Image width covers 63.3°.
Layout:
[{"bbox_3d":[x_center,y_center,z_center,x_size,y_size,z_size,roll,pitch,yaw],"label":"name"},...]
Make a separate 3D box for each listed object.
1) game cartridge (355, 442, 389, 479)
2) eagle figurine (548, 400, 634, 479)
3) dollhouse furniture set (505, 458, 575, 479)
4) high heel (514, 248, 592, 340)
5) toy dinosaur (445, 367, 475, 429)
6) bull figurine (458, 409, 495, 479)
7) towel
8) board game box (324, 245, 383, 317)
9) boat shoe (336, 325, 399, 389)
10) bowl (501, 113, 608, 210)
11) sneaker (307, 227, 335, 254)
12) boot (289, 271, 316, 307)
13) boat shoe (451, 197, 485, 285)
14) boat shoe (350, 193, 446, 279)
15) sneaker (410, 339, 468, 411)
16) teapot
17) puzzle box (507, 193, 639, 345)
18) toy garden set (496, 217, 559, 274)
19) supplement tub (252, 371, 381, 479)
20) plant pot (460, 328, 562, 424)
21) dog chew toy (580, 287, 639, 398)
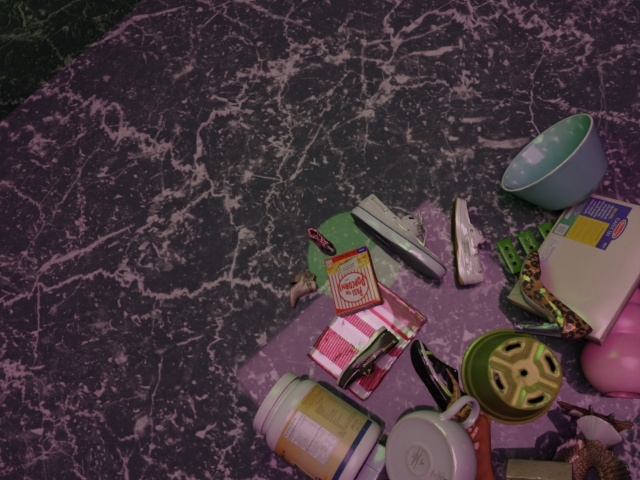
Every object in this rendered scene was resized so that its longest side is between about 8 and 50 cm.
[{"bbox_3d":[0.131,0.706,1.423,0.062,0.198,0.297,23,80,28],"label":"game cartridge"},{"bbox_3d":[0.715,0.599,1.357,0.225,0.226,0.298,25,74,-4],"label":"eagle figurine"},{"bbox_3d":[0.508,0.742,1.189,0.362,0.394,0.256,-9,104,28],"label":"dollhouse furniture set"},{"bbox_3d":[0.634,0.143,1.400,0.186,0.093,0.261,2,62,29],"label":"high heel"},{"bbox_3d":[0.373,0.463,1.427,0.112,0.064,0.211,12,71,23],"label":"toy dinosaur"},{"bbox_3d":[0.406,0.632,1.444,0.188,0.101,0.310,-2,72,12],"label":"bull figurine"},{"bbox_3d":[0.143,0.300,1.624,0.237,0.037,0.329,36,83,18],"label":"towel"},{"bbox_3d":[0.105,0.131,1.649,0.147,0.045,0.193,-21,61,13],"label":"board game box"},{"bbox_3d":[0.139,0.360,1.545,0.069,0.081,0.228,39,83,25],"label":"boat shoe"},{"bbox_3d":[0.720,-0.211,1.553,0.163,0.311,0.311,41,84,-11],"label":"bowl"},{"bbox_3d":[0.000,0.000,1.725,0.119,0.057,0.047,41,83,17],"label":"sneaker"},{"bbox_3d":[-0.056,0.160,1.698,0.087,0.042,0.118,-3,74,7],"label":"boot"},{"bbox_3d":[0.465,0.001,1.623,0.096,0.098,0.277,-4,83,9],"label":"boat shoe"},{"bbox_3d":[0.278,-0.033,1.655,0.367,0.136,0.156,39,81,28],"label":"boat shoe"},{"bbox_3d":[0.356,0.396,1.549,0.097,0.084,0.234,-21,71,-21],"label":"sneaker"},{"bbox_3d":[0.305,0.552,1.329,0.256,0.187,0.252,-33,56,37],"label":"teapot"},{"bbox_3d":[0.756,0.061,1.460,0.272,0.052,0.409,28,78,46],"label":"puzzle box"},{"bbox_3d":[0.695,0.057,1.588,0.244,0.049,0.204,-22,70,3],"label":"toy garden set"},{"bbox_3d":[-0.011,0.542,1.480,0.316,0.228,0.228,30,81,17],"label":"supplement tub"},{"bbox_3d":[0.535,0.365,1.418,0.276,0.254,0.276,-3,73,9],"label":"plant pot"},{"bbox_3d":[0.826,0.257,1.432,0.207,0.206,0.332,3,67,11],"label":"dog chew toy"}]
